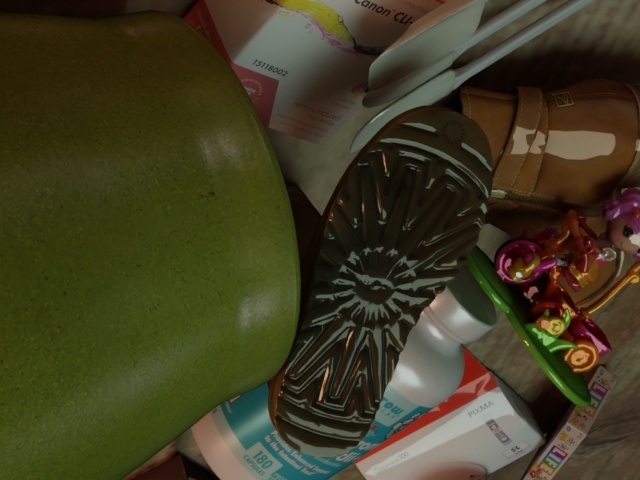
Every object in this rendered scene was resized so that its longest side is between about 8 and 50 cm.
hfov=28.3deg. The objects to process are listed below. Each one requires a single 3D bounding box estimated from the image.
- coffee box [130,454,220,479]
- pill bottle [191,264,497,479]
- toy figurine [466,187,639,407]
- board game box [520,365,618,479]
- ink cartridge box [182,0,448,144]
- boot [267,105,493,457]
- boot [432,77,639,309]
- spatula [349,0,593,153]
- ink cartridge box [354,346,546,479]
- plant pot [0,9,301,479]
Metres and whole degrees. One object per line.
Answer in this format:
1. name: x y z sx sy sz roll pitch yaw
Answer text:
1. coffee box: -0.138 0.357 1.373 0.168 0.119 0.297 -27 147 9
2. pill bottle: 0.021 0.108 1.094 0.264 0.146 0.146 -38 144 22
3. toy figurine: 0.218 0.017 0.970 0.159 0.130 0.173 -37 113 15
4. board game box: 0.285 0.226 1.474 0.103 0.026 0.154 -48 167 -41
5. ink cartridge box: 0.014 -0.157 0.787 0.115 0.067 0.198 14 132 -43
6. boot: 0.000 0.000 0.868 0.089 0.269 0.236 27 97 -17
7. boot: 0.159 -0.027 1.032 0.220 0.109 0.283 1 152 -20
8. spatula: 0.124 -0.146 0.831 0.242 0.019 0.168 -32 164 -11
9. ink cartridge box: 0.127 0.217 1.397 0.189 0.066 0.232 -31 150 12
10. plant pot: -0.214 0.026 0.694 0.353 0.366 0.366 -18 148 -28
